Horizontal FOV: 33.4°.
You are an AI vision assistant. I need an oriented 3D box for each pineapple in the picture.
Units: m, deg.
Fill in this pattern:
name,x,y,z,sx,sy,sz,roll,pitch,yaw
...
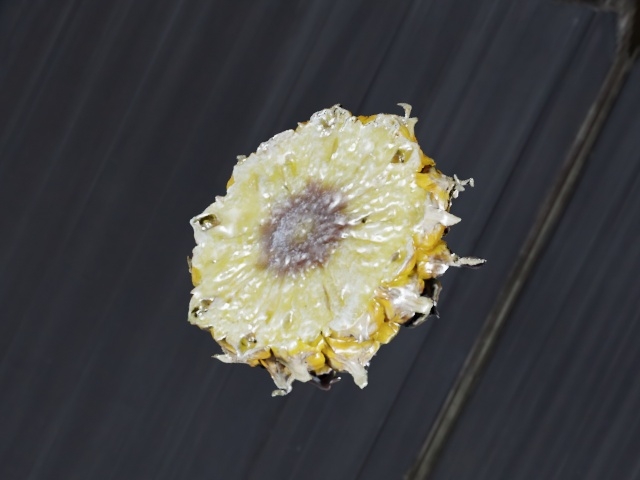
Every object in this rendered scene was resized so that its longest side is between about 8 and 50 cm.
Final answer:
name,x,y,z,sx,sy,sz,roll,pitch,yaw
pineapple,0.000,0.000,0.686,0.221,0.221,0.047,28,-7,41
